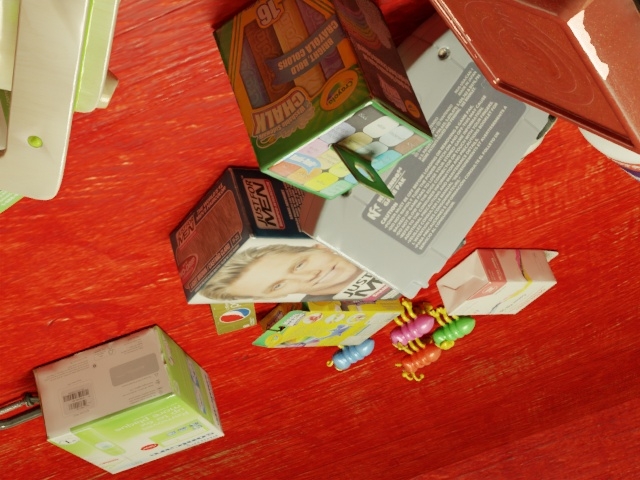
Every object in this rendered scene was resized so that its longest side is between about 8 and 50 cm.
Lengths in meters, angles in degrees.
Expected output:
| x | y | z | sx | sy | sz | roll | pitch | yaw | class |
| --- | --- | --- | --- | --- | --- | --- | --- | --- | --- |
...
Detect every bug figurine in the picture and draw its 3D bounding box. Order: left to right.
| x | y | z | sx | sy | sz | roll | pitch | yaw | class |
| --- | --- | --- | --- | --- | --- | --- | --- | --- | --- |
| 0.153 | 0.179 | 2.020 | 0.279 | 0.072 | 0.216 | 9 | 144 | -46 | bug figurine |

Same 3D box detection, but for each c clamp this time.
| x | y | z | sx | sy | sz | roll | pitch | yaw | class |
| --- | --- | --- | --- | --- | --- | --- | --- | --- | --- |
| -0.500 | 0.277 | 1.822 | 0.160 | 0.022 | 0.137 | -20 | 156 | 5 | c clamp |

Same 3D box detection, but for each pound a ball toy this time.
| x | y | z | sx | sy | sz | roll | pitch | yaw | class |
| --- | --- | --- | --- | --- | --- | --- | --- | --- | --- |
| -0.230 | -0.190 | 0.902 | 0.135 | 0.208 | 0.319 | 17 | 136 | -5 | pound a ball toy |

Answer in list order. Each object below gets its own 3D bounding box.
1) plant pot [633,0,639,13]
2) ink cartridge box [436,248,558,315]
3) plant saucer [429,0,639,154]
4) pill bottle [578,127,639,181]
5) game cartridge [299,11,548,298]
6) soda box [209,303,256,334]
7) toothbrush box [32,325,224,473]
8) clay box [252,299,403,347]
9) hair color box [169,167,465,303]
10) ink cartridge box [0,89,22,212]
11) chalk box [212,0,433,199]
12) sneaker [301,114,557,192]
| x | y | z | sx | sy | sz | roll | pitch | yaw | class |
| --- | --- | --- | --- | --- | --- | --- | --- | --- | --- |
| 0.386 | -0.292 | 0.965 | 0.247 | 0.248 | 0.252 | -36 | -175 | 34 | plant pot |
| 0.307 | 0.070 | 1.901 | 0.198 | 0.067 | 0.115 | 0 | 149 | -37 | ink cartridge box |
| 0.193 | -0.178 | 1.015 | 0.048 | 0.259 | 0.258 | -51 | 135 | -3 | plant saucer |
| 0.411 | -0.158 | 1.353 | 0.181 | 0.181 | 0.323 | -30 | 153 | 25 | pill bottle |
| 0.114 | -0.098 | 1.223 | 0.196 | 0.060 | 0.294 | 32 | 96 | -37 | game cartridge |
| -0.130 | 0.069 | 1.601 | 0.061 | 0.058 | 0.181 | -15 | 155 | -7 | soda box |
| -0.296 | 0.259 | 1.812 | 0.206 | 0.122 | 0.283 | -19 | 157 | 2 | toothbrush box |
| 0.006 | 0.120 | 1.813 | 0.222 | 0.053 | 0.127 | 4 | 148 | -38 | clay box |
| 0.000 | 0.000 | 1.491 | 0.347 | 0.105 | 0.174 | 1 | 149 | -36 | hair color box |
| -0.403 | -0.090 | 0.999 | 0.198 | 0.115 | 0.273 | -30 | 154 | 24 | ink cartridge box |
| 0.010 | -0.128 | 1.092 | 0.132 | 0.213 | 0.132 | -29 | 154 | 23 | chalk box |
| 0.116 | -0.091 | 1.359 | 0.330 | 0.122 | 0.146 | -12 | 153 | -14 | sneaker |
